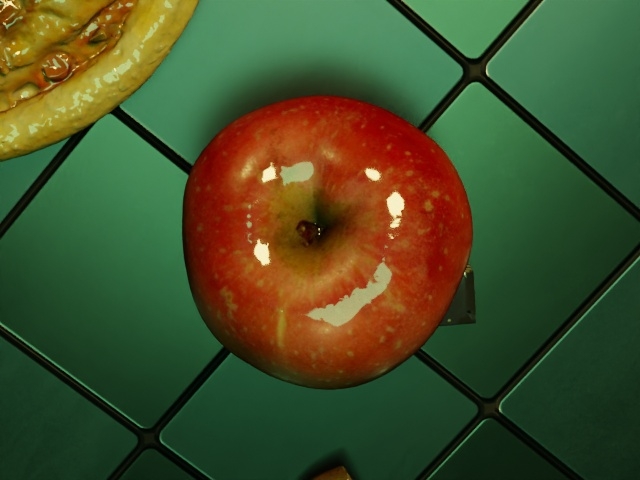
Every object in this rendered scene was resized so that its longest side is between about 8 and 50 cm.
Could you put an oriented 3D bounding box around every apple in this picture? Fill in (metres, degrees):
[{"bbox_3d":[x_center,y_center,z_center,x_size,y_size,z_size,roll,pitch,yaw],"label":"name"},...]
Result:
[{"bbox_3d":[0.000,0.000,1.117,0.261,0.216,0.260,0,82,3],"label":"apple"}]

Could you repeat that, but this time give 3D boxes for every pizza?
[{"bbox_3d":[-0.258,-0.182,1.139,0.365,0.074,0.182,-27,116,5],"label":"pizza"}]

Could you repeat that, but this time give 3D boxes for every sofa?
[{"bbox_3d":[0.093,0.055,1.246,0.118,0.039,0.060,-5,108,-1],"label":"sofa"}]

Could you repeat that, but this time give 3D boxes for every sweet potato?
[{"bbox_3d":[-0.008,0.276,1.308,0.117,0.049,0.049,-35,105,19],"label":"sweet potato"}]
